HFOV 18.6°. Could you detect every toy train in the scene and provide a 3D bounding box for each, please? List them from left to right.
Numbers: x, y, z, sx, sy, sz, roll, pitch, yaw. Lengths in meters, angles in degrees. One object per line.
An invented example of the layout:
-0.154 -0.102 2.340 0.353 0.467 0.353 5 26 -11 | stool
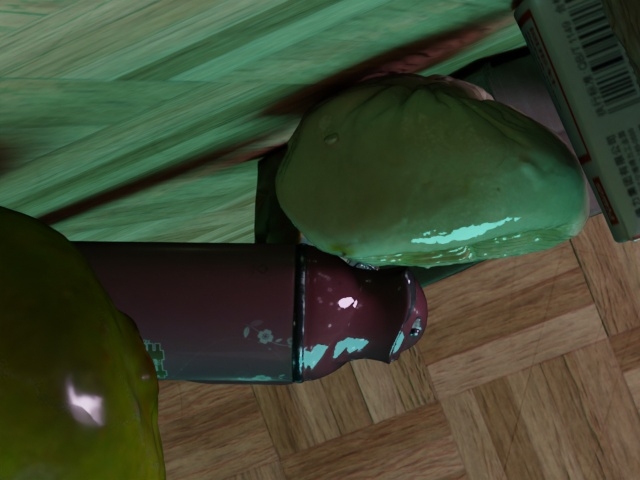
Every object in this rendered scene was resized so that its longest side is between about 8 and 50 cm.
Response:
0.000 0.000 1.632 0.099 0.188 0.072 19 152 -37 | toy train

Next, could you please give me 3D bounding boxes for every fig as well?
-0.252 0.106 1.099 0.326 0.258 0.258 -6 176 -2 | fig

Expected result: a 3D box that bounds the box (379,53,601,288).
0.147 -0.066 1.676 0.149 0.155 0.231 -22 177 -37 | box

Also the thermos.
-0.082 0.067 1.514 0.330 0.136 0.109 1 -158 1 | thermos

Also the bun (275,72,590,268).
0.077 -0.053 1.398 0.229 0.145 0.229 -8 171 -1 | bun

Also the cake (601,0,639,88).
0.327 -0.123 1.061 0.309 0.237 0.230 -22 177 -4 | cake

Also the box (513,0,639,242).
0.203 -0.094 1.279 0.099 0.182 0.133 -22 180 6 | box
